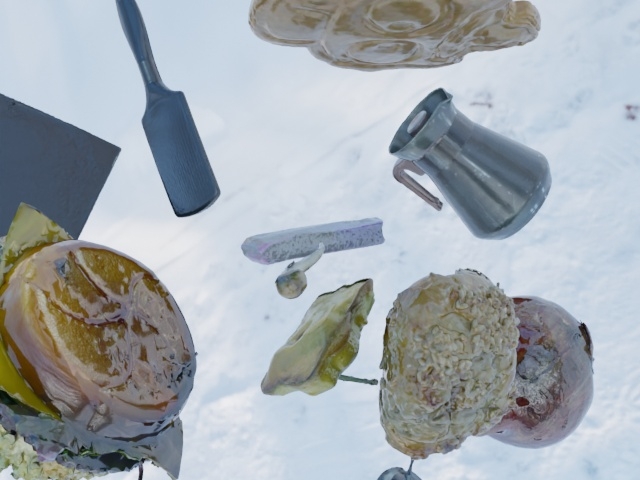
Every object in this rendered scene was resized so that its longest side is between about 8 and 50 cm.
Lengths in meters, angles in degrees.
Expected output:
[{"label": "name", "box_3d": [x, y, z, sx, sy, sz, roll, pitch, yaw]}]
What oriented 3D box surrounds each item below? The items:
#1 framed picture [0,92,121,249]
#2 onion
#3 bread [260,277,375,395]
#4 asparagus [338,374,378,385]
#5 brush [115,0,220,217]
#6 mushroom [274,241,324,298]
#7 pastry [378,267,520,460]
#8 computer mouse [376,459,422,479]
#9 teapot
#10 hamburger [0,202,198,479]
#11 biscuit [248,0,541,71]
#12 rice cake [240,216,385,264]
[{"label": "framed picture", "box_3d": [-0.461, -0.055, 1.172, 0.013, 0.244, 0.323, -44, 25, 62]}, {"label": "onion", "box_3d": [0.423, 0.273, 1.763, 0.354, 0.354, 0.353, -13, 73, 47]}, {"label": "bread", "box_3d": [0.003, 0.169, 1.339, 0.233, 0.088, 0.161, -50, 10, -37]}, {"label": "asparagus", "box_3d": [0.063, 0.295, 1.744, 0.127, 0.018, 0.015, 6, 70, 16]}, {"label": "brush", "box_3d": [-0.127, -0.113, 0.646, 0.063, 0.016, 0.193, -22, 88, 43]}, {"label": "mushroom", "box_3d": [-0.034, 0.045, 1.185, 0.068, 0.306, 0.043, -12, 96, 6]}, {"label": "pastry", "box_3d": [0.204, 0.198, 1.246, 0.162, 0.255, 0.310, 30, 137, 40]}, {"label": "computer mouse", "box_3d": [0.170, 0.656, 1.954, 0.090, 0.167, 0.379, -10, 55, 58]}, {"label": "teapot", "box_3d": [0.342, -0.173, 1.957, 0.300, 0.344, 0.253, -39, 18, 47]}, {"label": "hamburger", "box_3d": [-0.217, 0.107, 0.729, 0.139, 0.262, 0.243, -38, 35, 24]}, {"label": "biscuit", "box_3d": [0.099, -0.269, 1.013, 0.269, 0.376, 0.051, 138, 131, -74]}, {"label": "rice cake", "box_3d": [-0.001, 0.000, 1.816, 0.070, 0.399, 0.064, 18, 111, 47]}]
